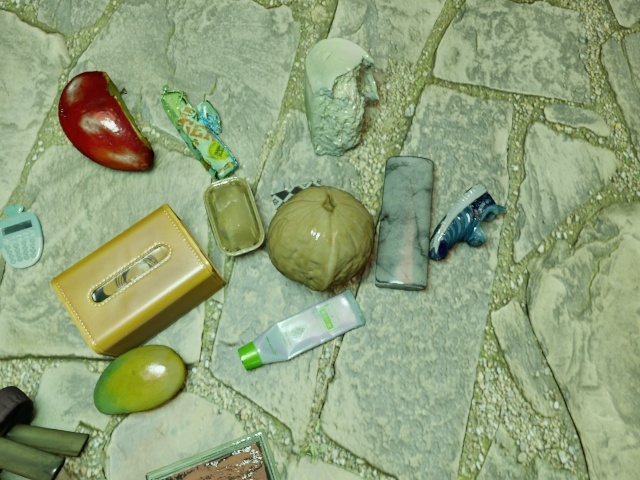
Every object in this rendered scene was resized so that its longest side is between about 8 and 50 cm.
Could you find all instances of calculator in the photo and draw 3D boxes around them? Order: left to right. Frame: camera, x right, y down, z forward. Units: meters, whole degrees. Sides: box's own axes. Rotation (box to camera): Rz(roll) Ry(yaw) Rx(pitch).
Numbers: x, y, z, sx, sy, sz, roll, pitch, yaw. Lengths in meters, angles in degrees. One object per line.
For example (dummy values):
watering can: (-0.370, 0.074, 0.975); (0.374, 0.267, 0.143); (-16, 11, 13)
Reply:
calculator: (-0.674, -0.011, 1.142); (0.095, 0.021, 0.153); (-19, 75, -6)

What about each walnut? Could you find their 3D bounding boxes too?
walnut: (0.000, 0.000, 1.044); (0.227, 0.228, 0.228); (0, 74, 0)

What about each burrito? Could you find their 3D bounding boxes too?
burrito: (-0.276, -0.261, 1.201); (0.104, 0.054, 0.288); (-36, 77, -10)

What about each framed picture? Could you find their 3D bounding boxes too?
framed picture: (-0.198, 0.510, 0.999); (0.252, 0.014, 0.197); (-20, 75, -6)

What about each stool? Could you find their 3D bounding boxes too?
stool: (-0.563, 0.419, 0.907); (0.178, 0.272, 0.272); (28, 75, -6)

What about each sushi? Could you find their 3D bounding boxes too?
sushi: (-0.039, -0.077, 1.164); (0.126, 0.026, 0.120); (-18, 74, -6)

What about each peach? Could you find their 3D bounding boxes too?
peach: (-0.496, -0.257, 1.154); (0.154, 0.159, 0.267); (-30, 78, -3)

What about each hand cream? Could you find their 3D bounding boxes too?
hand cream: (-0.039, 0.196, 1.081); (0.275, 0.050, 0.079); (-24, 103, -12)

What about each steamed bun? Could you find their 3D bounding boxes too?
steamed bun: (0.049, -0.324, 1.133); (0.170, 0.225, 0.200); (-6, 72, -2)

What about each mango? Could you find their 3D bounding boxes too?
mango: (-0.367, 0.285, 1.028); (0.194, 0.092, 0.130); (-33, 80, 0)

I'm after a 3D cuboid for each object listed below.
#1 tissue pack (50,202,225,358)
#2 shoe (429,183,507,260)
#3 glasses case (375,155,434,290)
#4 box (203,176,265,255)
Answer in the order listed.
tissue pack: (-0.370, 0.086, 1.056); (0.274, 0.145, 0.194); (-37, 79, -9)
shoe: (0.318, -0.029, 1.119); (0.207, 0.091, 0.106); (-43, 78, -12)
glasses case: (0.189, -0.041, 1.136); (0.114, 0.060, 0.299); (3, 74, 10)
box: (-0.187, -0.051, 1.116); (0.111, 0.111, 0.177); (-19, 75, -6)
